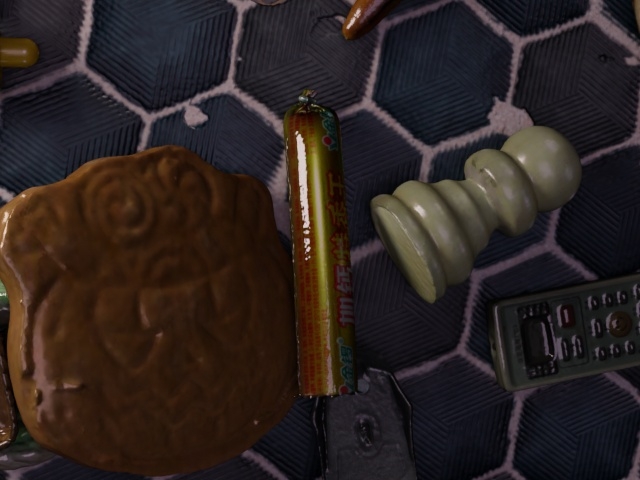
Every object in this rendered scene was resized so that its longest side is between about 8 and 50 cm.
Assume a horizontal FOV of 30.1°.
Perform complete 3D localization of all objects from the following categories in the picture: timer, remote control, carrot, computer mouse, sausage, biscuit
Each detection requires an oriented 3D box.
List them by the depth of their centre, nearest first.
[{"bbox_3d":[-0.169,0.077,1.326,0.385,0.062,0.365,-14,92,-40],"label":"biscuit"},{"bbox_3d":[-0.377,-0.208,1.340,0.109,0.107,0.107,0,95,-6],"label":"timer"},{"bbox_3d":[0.000,0.000,1.409,0.082,0.082,0.371,-2,82,-9],"label":"sausage"},{"bbox_3d":[0.075,-0.297,1.434,0.139,0.048,0.048,-45,100,-2],"label":"carrot"},{"bbox_3d":[0.057,0.242,1.466,0.126,0.071,0.231,-9,99,4],"label":"computer mouse"},{"bbox_3d":[0.355,0.110,1.517,0.285,0.038,0.123,-8,96,-8],"label":"remote control"}]

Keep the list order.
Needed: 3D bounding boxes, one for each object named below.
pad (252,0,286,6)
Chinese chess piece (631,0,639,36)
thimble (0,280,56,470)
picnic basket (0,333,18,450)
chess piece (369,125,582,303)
[{"bbox_3d":[0.006,-0.494,1.398,0.375,0.063,0.315,-34,99,-5],"label":"pad"},{"bbox_3d":[0.518,-0.305,1.475,0.257,0.104,0.257,-1,95,-10],"label":"Chinese chess piece"},{"bbox_3d":[-0.350,0.152,1.351,0.219,0.150,0.219,0,94,-7],"label":"thimble"},{"bbox_3d":[-0.380,0.130,1.243,0.110,0.055,0.193,-11,94,-8],"label":"picnic basket"},{"bbox_3d":[0.201,-0.050,1.436,0.251,0.144,0.144,-31,99,-10],"label":"chess piece"}]
